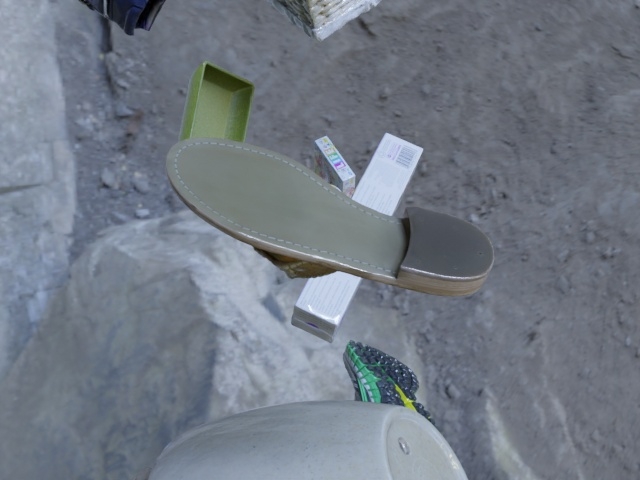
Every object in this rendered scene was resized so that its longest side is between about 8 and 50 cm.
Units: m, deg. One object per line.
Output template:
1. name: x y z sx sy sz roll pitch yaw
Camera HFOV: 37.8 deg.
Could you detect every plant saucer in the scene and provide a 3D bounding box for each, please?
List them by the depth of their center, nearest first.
1. plant saucer: -0.199 -0.219 1.718 0.045 0.188 0.188 11 90 25

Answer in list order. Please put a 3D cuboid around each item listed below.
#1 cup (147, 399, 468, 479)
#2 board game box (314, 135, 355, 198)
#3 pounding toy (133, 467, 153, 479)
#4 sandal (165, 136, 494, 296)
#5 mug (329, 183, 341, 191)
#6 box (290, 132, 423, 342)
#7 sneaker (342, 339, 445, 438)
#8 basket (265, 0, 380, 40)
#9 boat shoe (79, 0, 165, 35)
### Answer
1. cup: 0.021 0.296 0.952 0.237 0.331 0.331 -32 82 24
2. board game box: 0.024 -0.103 1.701 0.026 0.154 0.103 -25 60 -16
3. pounding toy: -0.123 0.317 1.084 0.206 0.181 0.094 27 145 -2
4. sandal: -0.002 0.005 0.675 0.240 0.088 0.079 17 138 1
5. mug: 0.012 -0.057 1.517 0.062 0.064 0.078 -3 67 10
6. box: 0.055 -0.011 1.311 0.067 0.324 0.063 23 150 6
7. sneaker: 0.094 0.300 1.629 0.134 0.343 0.146 25 111 -23
8. basket: 0.009 -0.589 1.604 0.331 0.266 0.328 -35 57 -11
9. boat shoe: -0.330 -0.542 1.726 0.158 0.127 0.340 41 131 10
